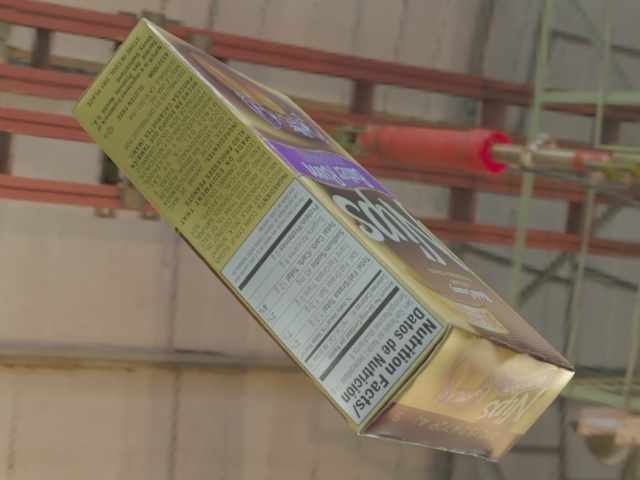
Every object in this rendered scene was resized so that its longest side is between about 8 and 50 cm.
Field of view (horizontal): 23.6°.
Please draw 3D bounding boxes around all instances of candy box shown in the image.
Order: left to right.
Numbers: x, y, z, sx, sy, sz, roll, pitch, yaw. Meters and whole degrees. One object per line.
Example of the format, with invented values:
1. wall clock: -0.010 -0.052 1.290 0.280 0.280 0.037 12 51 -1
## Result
1. candy box: 0.000 0.000 0.580 0.053 0.187 0.109 -50 -31 11
